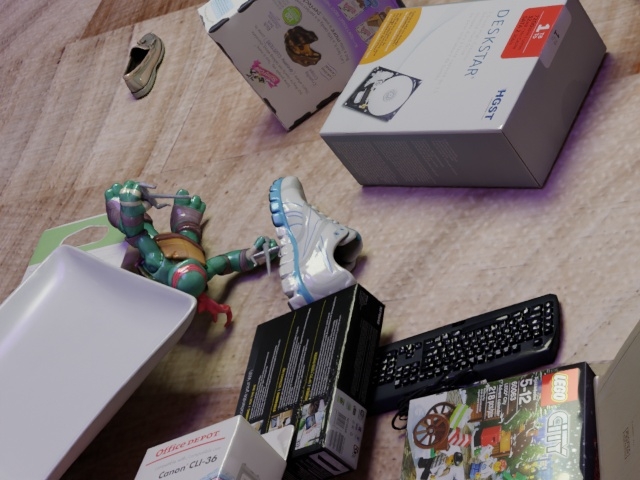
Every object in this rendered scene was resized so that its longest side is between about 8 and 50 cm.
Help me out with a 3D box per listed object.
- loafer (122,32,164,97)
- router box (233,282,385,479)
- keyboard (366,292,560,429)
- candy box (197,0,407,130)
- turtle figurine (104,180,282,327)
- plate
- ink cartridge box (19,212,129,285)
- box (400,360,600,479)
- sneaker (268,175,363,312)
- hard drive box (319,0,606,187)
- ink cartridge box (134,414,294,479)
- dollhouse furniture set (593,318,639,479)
[{"bbox_3d":[-0.244,-0.249,1.819,0.045,0.039,0.125,-22,40,25],"label":"loafer"},{"bbox_3d":[-0.015,0.136,1.194,0.133,0.046,0.179,-24,38,37],"label":"router box"},{"bbox_3d":[0.113,0.100,1.141,0.192,0.038,0.100,-21,40,26],"label":"keyboard"},{"bbox_3d":[-0.012,-0.248,1.504,0.196,0.165,0.070,-35,36,7],"label":"candy box"},{"bbox_3d":[-0.148,0.003,1.390,0.118,0.175,0.234,-59,28,5],"label":"turtle figurine"},{"bbox_3d":[-0.277,0.140,1.342,0.277,0.045,0.278,18,61,48],"label":"plate"},{"bbox_3d":[-0.282,0.076,1.505,0.171,0.056,0.235,-13,41,32],"label":"ink cartridge box"},{"bbox_3d":[0.133,0.211,1.000,0.159,0.044,0.233,-18,42,29],"label":"box"},{"bbox_3d":[0.000,0.000,1.331,0.083,0.071,0.191,-22,45,9],"label":"sneaker"},{"bbox_3d":[0.141,-0.148,1.329,0.232,0.089,0.181,2,55,43],"label":"hard drive box"},{"bbox_3d":[-0.102,0.218,1.076,0.115,0.067,0.198,-24,29,33],"label":"ink cartridge box"},{"bbox_3d":[0.347,0.172,0.836,0.303,0.198,0.286,0,69,2],"label":"dollhouse furniture set"}]
